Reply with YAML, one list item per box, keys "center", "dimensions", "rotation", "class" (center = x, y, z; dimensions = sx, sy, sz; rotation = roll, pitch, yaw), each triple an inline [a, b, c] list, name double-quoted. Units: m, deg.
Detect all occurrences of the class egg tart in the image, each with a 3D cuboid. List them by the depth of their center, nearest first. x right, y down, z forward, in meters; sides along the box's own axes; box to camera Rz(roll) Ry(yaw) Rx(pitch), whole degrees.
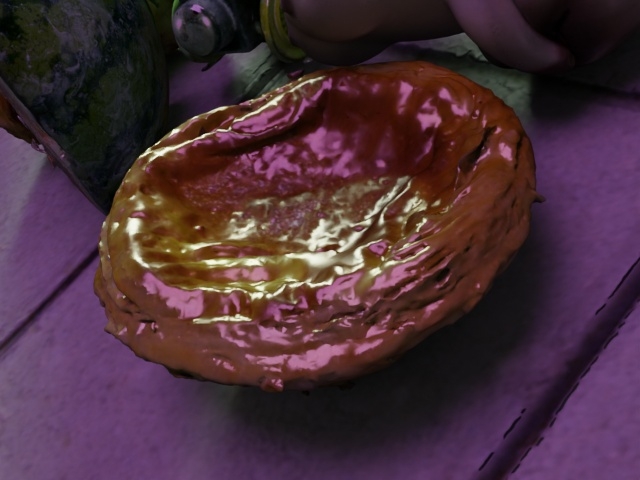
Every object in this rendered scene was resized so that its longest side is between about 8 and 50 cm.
- center: [0.000, 0.000, 0.863]
  dimensions: [0.352, 0.150, 0.352]
  rotation: [-13, 41, 12]
  class: "egg tart"

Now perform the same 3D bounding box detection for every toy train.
- center: [-0.063, -0.291, 1.142]
  dimensions: [0.159, 0.188, 0.272]
  rotation: [3, 35, 35]
  class: "toy train"

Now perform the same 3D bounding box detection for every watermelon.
- center: [-0.261, -0.178, 1.081]
  dimensions: [0.180, 0.305, 0.224]
  rotation: [-13, 43, 24]
  class: "watermelon"

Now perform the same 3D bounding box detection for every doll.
- center: [0.113, -0.241, 0.942]
  dimensions: [0.370, 0.215, 0.226]
  rotation: [11, 73, 5]
  class: "doll"

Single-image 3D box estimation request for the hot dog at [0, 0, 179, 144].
- center: [-0.258, -0.219, 1.229]
  dimensions: [0.259, 0.175, 0.114]
  rotation: [-39, 59, -7]
  class: "hot dog"
